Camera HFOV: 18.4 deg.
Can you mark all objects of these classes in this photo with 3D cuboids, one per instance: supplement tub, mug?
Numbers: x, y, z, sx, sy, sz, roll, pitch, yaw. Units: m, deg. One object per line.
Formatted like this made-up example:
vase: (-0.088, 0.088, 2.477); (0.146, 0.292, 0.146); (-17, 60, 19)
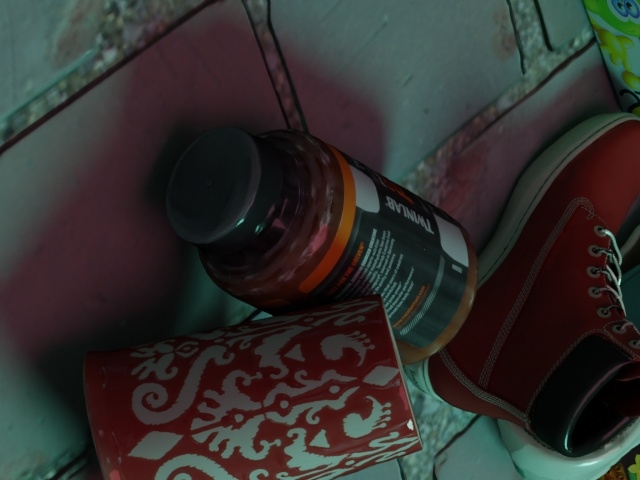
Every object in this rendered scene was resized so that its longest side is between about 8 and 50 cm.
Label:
supplement tub: (0.000, 0.000, 1.156); (0.198, 0.106, 0.106); (28, 87, -47)
mug: (-0.036, 0.087, 1.116); (0.169, 0.150, 0.113); (-16, 112, 3)

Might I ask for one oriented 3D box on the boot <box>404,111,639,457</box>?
boot: (0.190, 0.029, 1.298); (0.244, 0.176, 0.088); (-52, 133, -16)

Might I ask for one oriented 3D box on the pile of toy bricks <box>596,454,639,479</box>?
pile of toy bricks: (0.270, 0.164, 1.415); (0.212, 0.118, 0.105); (-19, 158, 6)

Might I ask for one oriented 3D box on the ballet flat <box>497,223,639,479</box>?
ballet flat: (0.274, 0.043, 1.437); (0.400, 0.139, 0.139); (-38, 129, -21)

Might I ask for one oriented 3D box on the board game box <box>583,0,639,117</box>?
board game box: (0.276, -0.167, 1.321); (0.144, 0.142, 0.275); (-45, 132, -21)
